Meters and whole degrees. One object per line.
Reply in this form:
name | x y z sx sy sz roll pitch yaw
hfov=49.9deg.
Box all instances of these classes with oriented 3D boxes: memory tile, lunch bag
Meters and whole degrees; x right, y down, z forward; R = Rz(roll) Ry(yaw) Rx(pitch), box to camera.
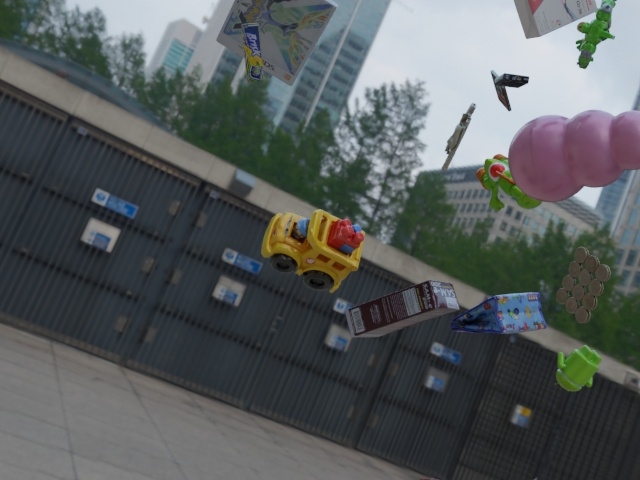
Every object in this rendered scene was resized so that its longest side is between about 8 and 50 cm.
memory tile | 0.586 0.100 1.537 0.012 0.148 0.113 4 28 -23
lunch bag | 0.635 0.286 2.531 0.220 0.138 0.293 -1 -14 -29

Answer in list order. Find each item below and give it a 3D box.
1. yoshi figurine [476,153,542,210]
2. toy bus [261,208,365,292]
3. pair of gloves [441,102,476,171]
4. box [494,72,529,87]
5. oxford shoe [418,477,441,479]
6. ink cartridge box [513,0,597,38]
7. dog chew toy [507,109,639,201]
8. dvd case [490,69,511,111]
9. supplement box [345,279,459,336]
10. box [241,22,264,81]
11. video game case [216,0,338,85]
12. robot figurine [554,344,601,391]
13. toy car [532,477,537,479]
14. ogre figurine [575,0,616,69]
yoshi figurine | 0.753 -0.213 2.680 0.202 0.204 0.362 -3 19 -4
toy bus | 0.000 0.000 1.627 0.220 0.149 0.211 27 -35 -18
pair of gloves | 0.470 -0.362 2.372 0.042 0.204 0.240 25 33 4
box | 0.497 -0.416 1.792 0.067 0.018 0.083 7 3 -2
oxford shoe | 0.210 0.512 1.210 0.123 0.130 0.348 16 -31 12
ink cartridge box | 0.554 -0.556 1.579 0.115 0.198 0.067 66 -9 -15
dog chew toy | 0.606 -0.205 1.572 0.331 0.207 0.206 -11 -29 39
dvd case | 0.585 -0.485 2.226 0.119 0.013 0.087 58 9 -39
supplement box | 0.194 0.167 1.646 0.239 0.073 0.130 -23 -19 31
box | -0.206 -0.573 2.091 0.054 0.169 0.059 -6 20 -4
video game case | -0.149 -0.715 2.266 0.300 0.036 0.329 30 -53 -9
robot figurine | 0.590 0.298 1.581 0.101 0.115 0.067 31 15 -14
toy car | 0.481 0.664 1.768 0.155 0.188 0.149 -9 45 -20
ogre figurine | 0.732 -0.555 1.821 0.097 0.197 0.118 42 26 7
